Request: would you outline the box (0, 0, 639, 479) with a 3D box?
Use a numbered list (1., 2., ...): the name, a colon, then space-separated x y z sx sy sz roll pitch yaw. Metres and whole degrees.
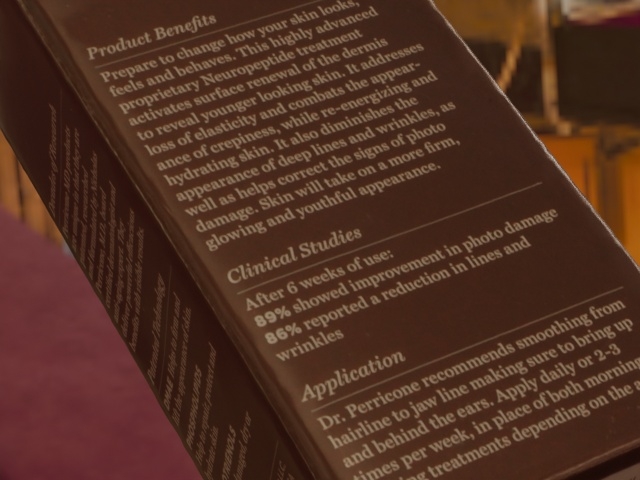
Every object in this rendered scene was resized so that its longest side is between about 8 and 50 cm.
1. box: 0.000 0.000 0.879 0.191 0.143 0.381 -19 59 -23
